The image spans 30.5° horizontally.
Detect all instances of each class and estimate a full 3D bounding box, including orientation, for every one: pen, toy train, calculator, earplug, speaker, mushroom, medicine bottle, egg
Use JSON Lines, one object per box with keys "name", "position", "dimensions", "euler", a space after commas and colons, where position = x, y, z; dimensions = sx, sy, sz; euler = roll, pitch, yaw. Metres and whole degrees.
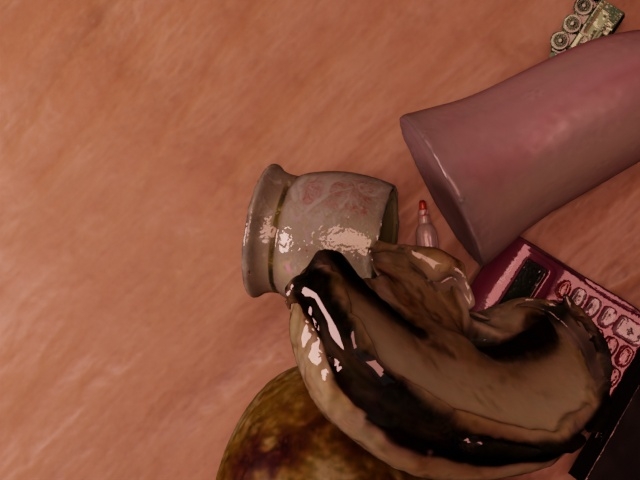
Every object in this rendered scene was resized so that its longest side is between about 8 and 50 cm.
{"name": "pen", "position": [0.120, 0.065, 1.242], "dimensions": [0.026, 0.026, 0.218], "euler": [-8, 85, 8]}
{"name": "toy train", "position": [0.277, -0.218, 1.235], "dimensions": [0.053, 0.033, 0.083], "euler": [33, 91, 6]}
{"name": "calculator", "position": [0.242, 0.090, 1.220], "dimensions": [0.190, 0.034, 0.127], "euler": [33, 90, 4]}
{"name": "earplug", "position": [0.252, -0.119, 1.180], "dimensions": [0.301, 0.172, 0.172], "euler": [-28, 82, -2]}
{"name": "speaker", "position": [0.342, 0.165, 1.183], "dimensions": [0.082, 0.044, 0.218], "euler": [29, 92, -10]}
{"name": "mushroom", "position": [0.112, 0.113, 1.086], "dimensions": [0.130, 0.344, 0.247], "euler": [-51, 51, 33]}
{"name": "medicine bottle", "position": [0.000, 0.000, 1.204], "dimensions": [0.143, 0.147, 0.147], "euler": [8, 87, 12]}
{"name": "egg", "position": [0.011, 0.261, 1.140], "dimensions": [0.238, 0.238, 0.289], "euler": [-5, 70, 8]}
